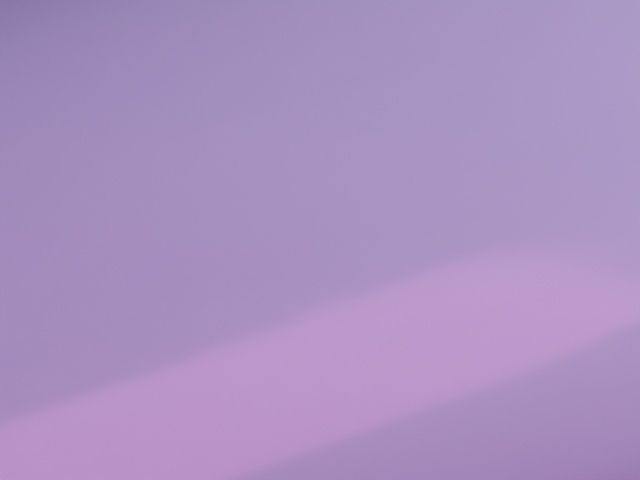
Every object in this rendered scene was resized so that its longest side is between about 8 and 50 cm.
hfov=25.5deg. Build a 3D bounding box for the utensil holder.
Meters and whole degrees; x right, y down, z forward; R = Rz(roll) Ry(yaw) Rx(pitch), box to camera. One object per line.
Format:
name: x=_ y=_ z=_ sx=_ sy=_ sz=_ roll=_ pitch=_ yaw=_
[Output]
utensil holder: x=0.000 y=0.000 z=0.582 sx=0.385 sy=0.327 sz=0.327 roll=-16 pitch=128 yaw=-2
